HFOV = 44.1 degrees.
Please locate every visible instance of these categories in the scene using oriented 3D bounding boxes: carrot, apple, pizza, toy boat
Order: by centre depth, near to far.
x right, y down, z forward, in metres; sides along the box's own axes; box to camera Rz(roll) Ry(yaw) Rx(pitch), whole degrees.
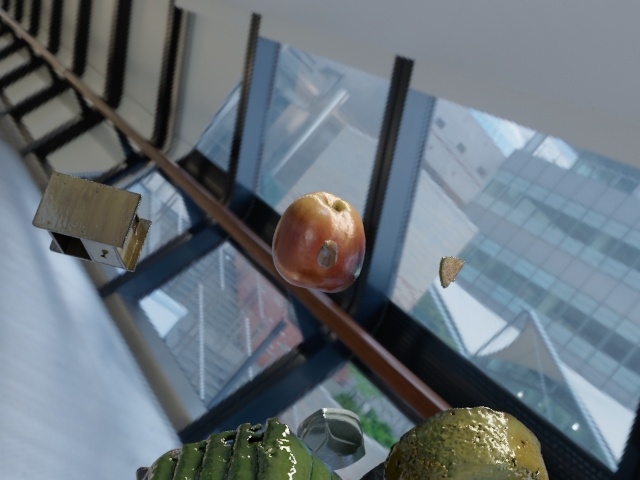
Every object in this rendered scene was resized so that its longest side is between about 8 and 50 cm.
[{"bbox_3d":[0.012,0.019,1.285,0.035,0.035,0.142,41,-13,9],"label":"carrot"},{"bbox_3d":[0.000,0.000,1.527,0.199,0.199,0.199,41,-1,1],"label":"apple"},{"bbox_3d":[0.020,0.410,1.670,0.319,0.141,0.092,80,-5,-61],"label":"toy boat"},{"bbox_3d":[0.297,0.065,1.815,0.025,0.078,0.083,25,-52,47],"label":"pizza"}]

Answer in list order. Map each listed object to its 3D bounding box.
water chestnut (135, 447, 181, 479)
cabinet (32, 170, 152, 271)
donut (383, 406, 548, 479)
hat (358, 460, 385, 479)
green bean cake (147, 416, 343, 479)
[{"bbox_3d":[-0.311,0.596,1.727,0.244,0.289,0.289,8,-3,2],"label":"water chestnut"},{"bbox_3d":[-0.527,-0.037,1.843,0.215,0.148,0.175,14,-21,0],"label":"cabinet"},{"bbox_3d":[0.235,0.392,1.225,0.272,0.272,0.107,41,17,-25],"label":"donut"},{"bbox_3d":[0.173,0.584,1.671,0.128,0.265,0.265,44,-2,-19],"label":"hat"},{"bbox_3d":[-0.104,0.479,1.265,0.319,0.335,0.218,61,19,-26],"label":"green bean cake"}]
